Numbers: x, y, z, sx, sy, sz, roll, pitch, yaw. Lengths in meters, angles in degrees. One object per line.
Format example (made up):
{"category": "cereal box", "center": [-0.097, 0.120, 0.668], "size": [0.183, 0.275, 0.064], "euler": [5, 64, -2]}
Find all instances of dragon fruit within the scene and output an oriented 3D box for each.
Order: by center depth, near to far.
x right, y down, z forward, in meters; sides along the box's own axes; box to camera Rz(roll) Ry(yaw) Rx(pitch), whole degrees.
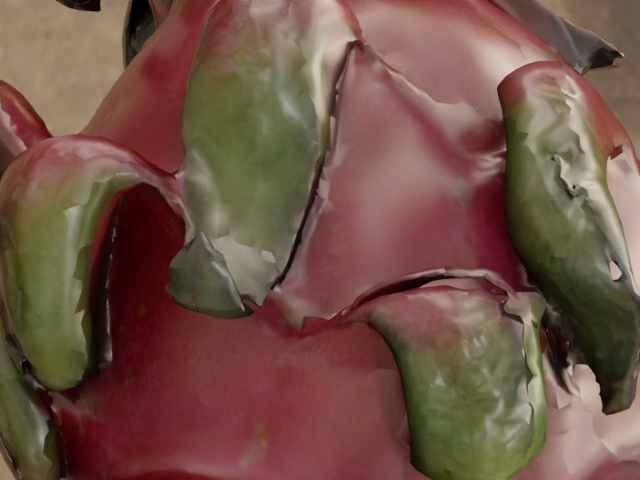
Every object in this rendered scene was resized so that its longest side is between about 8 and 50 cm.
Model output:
{"category": "dragon fruit", "center": [-0.004, 0.009, 0.497], "size": [0.218, 0.198, 0.273], "euler": [14, 36, -40]}
